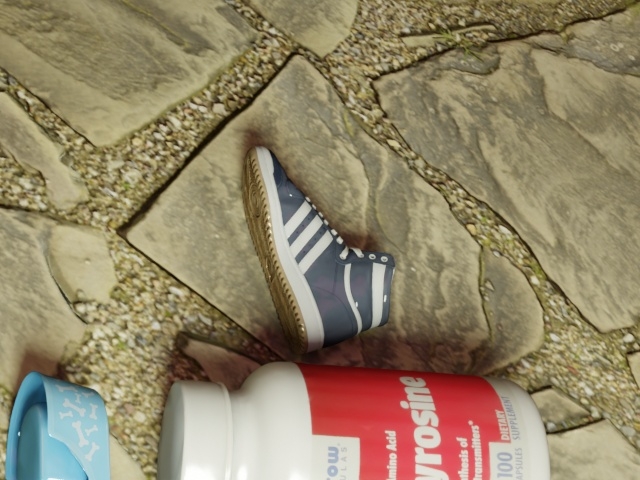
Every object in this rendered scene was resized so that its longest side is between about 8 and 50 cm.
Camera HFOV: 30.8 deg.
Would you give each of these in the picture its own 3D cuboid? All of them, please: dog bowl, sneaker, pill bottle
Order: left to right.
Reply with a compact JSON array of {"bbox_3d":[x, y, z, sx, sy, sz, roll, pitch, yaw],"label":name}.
[{"bbox_3d":[-0.278,0.285,1.233,0.074,0.166,0.297,7,60,-28],"label":"dog bowl"},{"bbox_3d":[0.000,0.000,1.512,0.153,0.099,0.282,-12,74,-19],"label":"sneaker"},{"bbox_3d":[0.031,0.256,1.309,0.408,0.229,0.229,6,61,-16],"label":"pill bottle"}]
